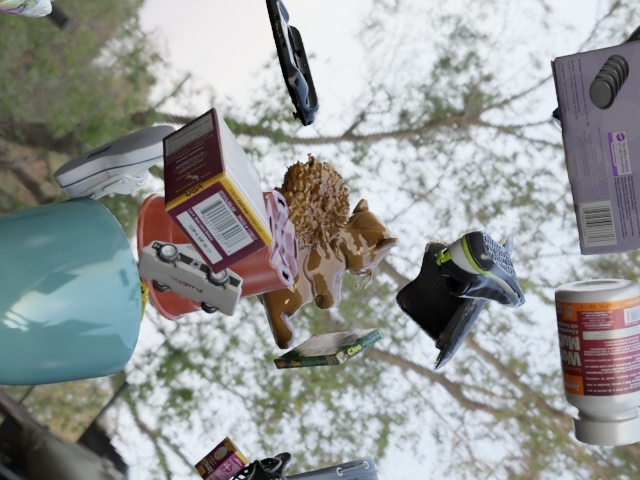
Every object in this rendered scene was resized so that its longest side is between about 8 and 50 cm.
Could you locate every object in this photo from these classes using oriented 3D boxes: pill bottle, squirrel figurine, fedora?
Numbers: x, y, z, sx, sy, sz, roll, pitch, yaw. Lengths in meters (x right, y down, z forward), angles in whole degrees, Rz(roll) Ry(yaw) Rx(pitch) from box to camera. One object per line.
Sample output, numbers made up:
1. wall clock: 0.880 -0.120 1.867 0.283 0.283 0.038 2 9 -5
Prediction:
1. pill bottle: 0.403 0.171 1.376 0.121 0.221 0.121 -6 -176 0
2. squirrel figurine: 0.000 0.000 2.335 0.371 0.396 0.281 -20 -138 -13
3. fedora: 0.245 0.092 1.881 0.334 0.153 0.334 -58 172 -12

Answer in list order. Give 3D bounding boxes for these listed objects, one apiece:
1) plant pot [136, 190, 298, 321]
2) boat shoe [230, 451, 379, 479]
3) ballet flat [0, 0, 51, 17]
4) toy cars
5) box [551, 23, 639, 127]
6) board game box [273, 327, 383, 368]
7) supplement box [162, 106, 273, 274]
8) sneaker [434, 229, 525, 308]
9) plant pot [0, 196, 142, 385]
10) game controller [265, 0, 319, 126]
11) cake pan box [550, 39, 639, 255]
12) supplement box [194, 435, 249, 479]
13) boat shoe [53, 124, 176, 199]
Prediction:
1. plant pot: -0.199 0.015 1.995 0.265 0.272 0.272 -9 -151 14
2. boat shoe: -0.101 0.482 1.816 0.187 0.500 0.155 138 -50 -59
3. ballet flat: -0.413 -0.377 1.410 0.077 0.079 0.221 1 -135 19
4. toy cars: -0.307 0.060 1.738 0.394 0.176 0.087 -6 -139 30
5. box: 0.736 -0.189 1.597 0.472 0.480 0.297 -45 -156 2
6. board game box: 0.014 0.247 2.194 0.136 0.030 0.260 -31 -170 -35
7. supplement box: -0.124 -0.062 1.127 0.081 0.104 0.188 -29 -149 7
8. sneaker: 0.239 0.050 1.482 0.097 0.235 0.084 -25 -124 19
9. plant pot: -0.452 0.089 1.469 0.235 0.292 0.293 -10 167 -42
10. game controller: -0.069 -0.396 2.108 0.067 0.166 0.319 -24 -132 12
11. cake pan box: 0.421 -0.114 1.160 0.246 0.266 0.070 -8 -176 35
12. supplement box: -0.183 0.414 1.789 0.083 0.043 0.055 -41 -145 -9
13. boat shoe: -0.324 -0.120 1.601 0.258 0.084 0.095 -12 -150 33
